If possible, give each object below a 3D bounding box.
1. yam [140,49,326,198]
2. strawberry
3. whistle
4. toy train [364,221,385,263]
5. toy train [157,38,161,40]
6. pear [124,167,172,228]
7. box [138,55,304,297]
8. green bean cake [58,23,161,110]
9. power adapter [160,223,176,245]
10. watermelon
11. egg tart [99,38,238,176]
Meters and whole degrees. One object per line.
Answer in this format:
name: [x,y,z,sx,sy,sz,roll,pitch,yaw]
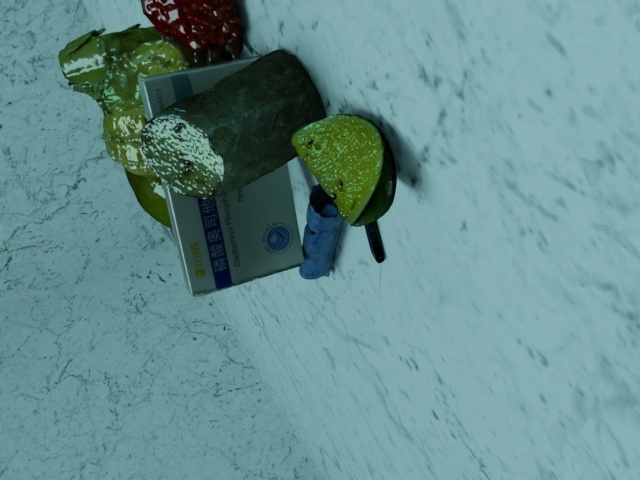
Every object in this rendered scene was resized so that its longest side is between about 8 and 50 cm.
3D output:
yam: [-0.099,-0.157,0.942,0.154,0.254,0.154,28,137,30]
strawberry: [-0.231,-0.431,1.058,0.233,0.137,0.306,51,162,41]
whistle: [0.000,0.000,1.146,0.062,0.062,0.304,58,164,18]
toy train: [0.074,-0.004,0.976,0.017,0.017,0.083,45,156,55]
toy train: [-0.278,-0.299,1.499,0.160,0.100,0.296,-128,17,-59]
pear: [-0.235,-0.140,1.320,0.321,0.269,0.269,21,138,45]
box: [-0.149,-0.101,1.094,0.065,0.200,0.343,29,132,62]
green bean cake: [-0.413,-0.339,1.593,0.310,0.202,0.285,68,-156,-16]
power adapter: [-0.349,-0.072,1.932,0.255,0.187,0.124,34,146,62]
watermelon: [0.040,-0.100,0.807,0.181,0.092,0.075,-120,27,-44]
egg tart: [-0.268,-0.249,1.173,0.290,0.290,0.115,53,-179,33]
